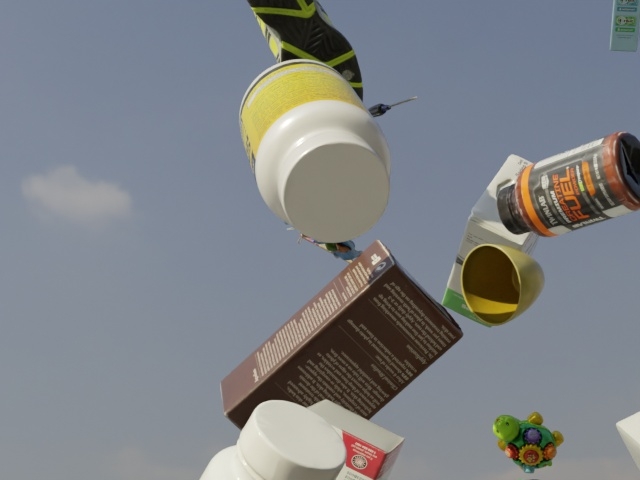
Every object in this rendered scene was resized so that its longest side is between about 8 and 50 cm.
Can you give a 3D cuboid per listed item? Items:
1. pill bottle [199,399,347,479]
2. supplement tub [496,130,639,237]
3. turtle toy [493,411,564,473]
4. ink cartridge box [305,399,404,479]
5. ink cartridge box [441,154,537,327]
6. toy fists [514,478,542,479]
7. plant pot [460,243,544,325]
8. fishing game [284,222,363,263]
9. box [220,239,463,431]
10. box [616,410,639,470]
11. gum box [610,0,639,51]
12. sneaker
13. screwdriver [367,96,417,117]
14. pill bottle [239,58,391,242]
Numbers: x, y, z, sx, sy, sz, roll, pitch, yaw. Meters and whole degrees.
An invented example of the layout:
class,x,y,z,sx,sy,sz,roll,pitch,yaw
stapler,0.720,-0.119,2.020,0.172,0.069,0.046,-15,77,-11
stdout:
class,x,y,z,sx,sy,sz,roll,pitch,yaw
pill bottle,-0.069,0.280,1.046,0.131,0.131,0.229,17,-67,-29
supplement tub,0.331,-0.065,1.371,0.106,0.106,0.198,23,-31,-37
turtle toy,0.340,0.336,1.737,0.130,0.066,0.095,42,-69,-7
ink cartridge box,0.011,0.323,1.381,0.128,0.176,0.127,24,5,14
ink cartridge box,0.362,0.004,2.093,0.122,0.211,0.289,28,-35,15
toy fists,0.306,0.479,1.527,0.142,0.279,0.096,4,-39,18
plant pot,0.312,0.067,1.716,0.095,0.134,0.134,-8,-17,-37
fishing game,0.000,0.000,1.896,0.189,0.041,0.264,28,-8,13
box,0.032,0.203,1.766,0.381,0.143,0.191,-42,-71,4
box,0.550,0.339,1.265,0.215,0.345,0.168,-29,-3,5
gum box,0.448,-0.391,1.498,0.041,0.157,0.184,6,-51,17
sneaker,-0.027,-0.374,1.912,0.145,0.147,0.384,-22,-73,6
screwdriver,0.137,-0.251,1.963,0.170,0.024,0.025,1,-57,59
pill bottle,-0.008,-0.127,1.467,0.188,0.334,0.187,-4,-66,-9
